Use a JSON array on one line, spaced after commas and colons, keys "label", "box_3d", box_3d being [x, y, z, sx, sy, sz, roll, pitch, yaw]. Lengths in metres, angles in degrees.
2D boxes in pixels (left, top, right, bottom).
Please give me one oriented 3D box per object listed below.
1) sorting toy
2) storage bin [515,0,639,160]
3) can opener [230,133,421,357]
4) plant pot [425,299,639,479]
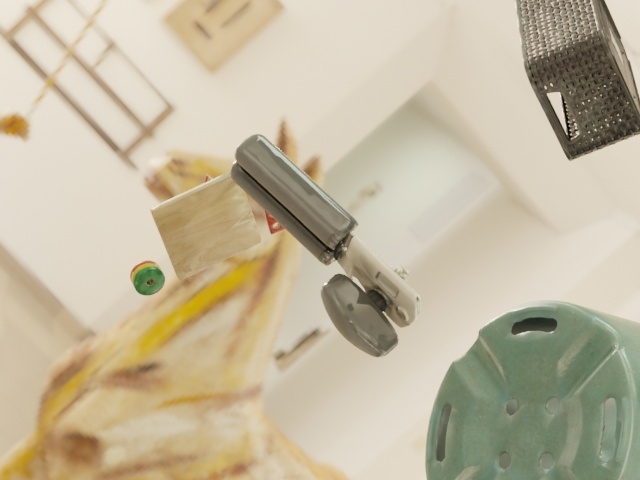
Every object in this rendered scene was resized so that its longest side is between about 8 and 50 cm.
[{"label": "sorting toy", "box_3d": [-0.158, -0.033, 1.900, 0.046, 0.274, 0.132, 54, -14, 48]}, {"label": "storage bin", "box_3d": [0.263, -0.181, 1.359, 0.122, 0.084, 0.180, 57, 22, -30]}, {"label": "can opener", "box_3d": [0.000, 0.000, 1.462, 0.280, 0.093, 0.074, 47, -30, 14]}, {"label": "plant pot", "box_3d": [0.305, 0.222, 1.309, 0.334, 0.341, 0.341, 23, 18, -36]}]
